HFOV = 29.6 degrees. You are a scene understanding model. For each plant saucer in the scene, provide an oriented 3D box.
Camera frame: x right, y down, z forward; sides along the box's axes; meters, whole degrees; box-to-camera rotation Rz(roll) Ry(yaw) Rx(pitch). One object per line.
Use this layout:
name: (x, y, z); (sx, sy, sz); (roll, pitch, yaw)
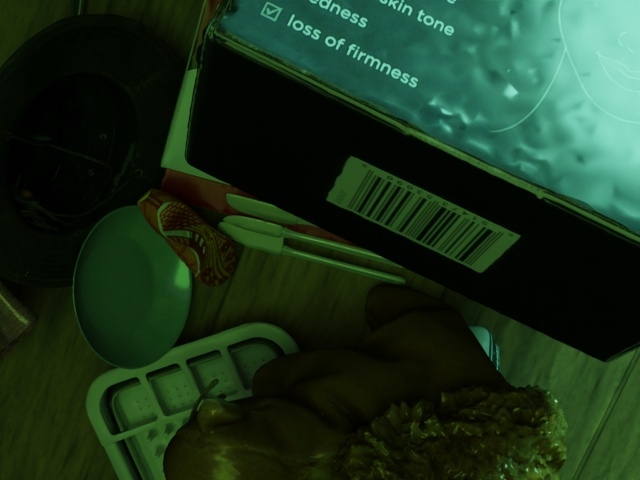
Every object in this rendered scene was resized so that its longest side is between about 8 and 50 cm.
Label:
plant saucer: (-0.231, 0.055, 1.440); (0.037, 0.195, 0.195); (1, 108, 37)

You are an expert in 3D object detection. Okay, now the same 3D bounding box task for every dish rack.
dish rack: (-0.114, 0.273, 1.546); (0.285, 0.072, 0.333); (-20, 103, 10)

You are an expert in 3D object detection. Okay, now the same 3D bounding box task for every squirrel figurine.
squirrel figurine: (0.040, 0.225, 1.279); (0.370, 0.397, 0.281); (-4, 102, -37)

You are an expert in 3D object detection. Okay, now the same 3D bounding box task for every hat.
hat: (-0.307, -0.118, 1.411); (0.134, 0.331, 0.331); (33, 113, 42)

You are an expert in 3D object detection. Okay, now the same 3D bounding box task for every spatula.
spatula: (0.000, 0.000, 1.424); (0.242, 0.168, 0.019); (14, 68, -5)

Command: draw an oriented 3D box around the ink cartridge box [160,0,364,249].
ink cartridge box: (-0.012, -0.119, 1.375); (0.309, 0.130, 0.272); (15, 107, -6)

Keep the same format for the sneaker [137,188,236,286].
sneaker: (-0.155, -0.006, 1.455); (0.064, 0.067, 0.175); (-44, 138, -11)

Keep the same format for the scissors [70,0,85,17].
scissors: (-0.281, -0.366, 1.412); (0.109, 0.021, 0.297); (24, 108, -4)

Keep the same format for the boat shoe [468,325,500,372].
boat shoe: (0.216, 0.247, 1.486); (0.102, 0.108, 0.301); (-2, 104, 1)

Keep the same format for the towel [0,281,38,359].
towel: (-0.490, 0.017, 1.453); (0.329, 0.037, 0.237); (45, 149, -6)

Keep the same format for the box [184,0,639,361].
box: (0.189, -0.214, 1.149); (0.480, 0.297, 0.472); (26, 70, -1)
